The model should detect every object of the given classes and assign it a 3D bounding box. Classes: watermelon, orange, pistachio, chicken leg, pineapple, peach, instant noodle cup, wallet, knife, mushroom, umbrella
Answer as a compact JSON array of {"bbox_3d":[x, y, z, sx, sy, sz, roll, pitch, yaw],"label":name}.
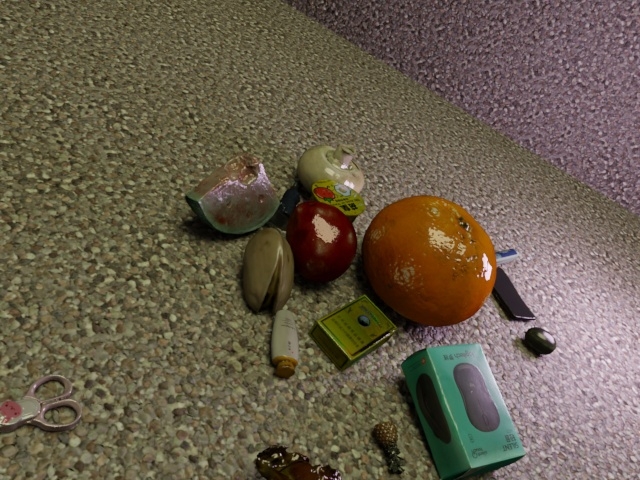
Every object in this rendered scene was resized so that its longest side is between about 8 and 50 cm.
[{"bbox_3d":[-0.265,-0.144,1.655,0.148,0.226,0.318,22,16,35],"label":"watermelon"},{"bbox_3d":[0.333,0.047,1.735,0.424,0.326,0.423,18,41,-16],"label":"orange"},{"bbox_3d":[-0.138,0.080,1.536,0.138,0.153,0.237,7,73,-15],"label":"pistachio"},{"bbox_3d":[-0.093,0.499,1.081,0.361,0.140,0.211,8,50,-33],"label":"chicken leg"},{"bbox_3d":[0.165,0.491,1.350,0.058,0.058,0.124,4,58,-31],"label":"pineapple"},{"bbox_3d":[0.000,0.000,1.643,0.243,0.200,0.243,-20,90,-77],"label":"peach"},{"bbox_3d":[0.031,-0.086,1.831,0.182,0.144,0.182,18,36,-13],"label":"instant noodle cup"},{"bbox_3d":[0.663,0.187,2.049,0.124,0.025,0.244,6,41,-31],"label":"wallet"},{"bbox_3d":[-0.162,-0.090,1.771,0.230,0.060,0.028,41,3,36],"label":"knife"},{"bbox_3d":[0.047,-0.241,1.979,0.246,0.202,0.246,29,28,-17],"label":"mushroom"},{"bbox_3d":[0.720,0.328,1.886,0.111,0.078,0.078,33,37,4],"label":"watermelon"},{"bbox_3d":[-0.103,-0.131,1.867,0.071,0.070,0.248,23,33,-10],"label":"umbrella"}]

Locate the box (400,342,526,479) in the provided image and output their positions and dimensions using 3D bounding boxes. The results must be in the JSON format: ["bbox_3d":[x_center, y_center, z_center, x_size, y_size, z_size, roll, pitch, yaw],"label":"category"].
[{"bbox_3d":[0.357,0.422,1.449,0.205,0.118,0.311,2,57,-31],"label":"box"}]

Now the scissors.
[{"bbox_3d":[-0.569,0.319,1.050,0.242,0.030,0.118,-8,50,-43],"label":"scissors"}]

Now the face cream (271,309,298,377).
[{"bbox_3d":[-0.089,0.255,1.436,0.072,0.051,0.182,20,39,-21],"label":"face cream"}]

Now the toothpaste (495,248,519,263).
[{"bbox_3d":[0.673,0.067,2.176,0.269,0.047,0.069,-9,45,-40],"label":"toothpaste"}]

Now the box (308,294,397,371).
[{"bbox_3d":[0.091,0.246,1.561,0.141,0.064,0.220,46,38,21],"label":"box"}]

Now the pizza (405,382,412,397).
[{"bbox_3d":[0.285,0.403,1.534,0.099,0.035,0.160,2,45,-32],"label":"pizza"}]
